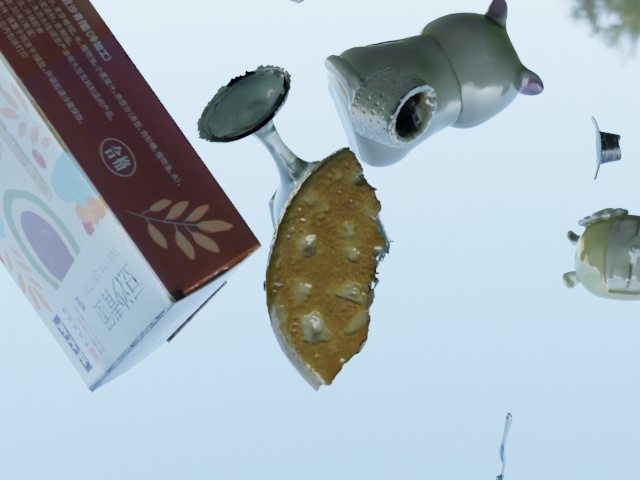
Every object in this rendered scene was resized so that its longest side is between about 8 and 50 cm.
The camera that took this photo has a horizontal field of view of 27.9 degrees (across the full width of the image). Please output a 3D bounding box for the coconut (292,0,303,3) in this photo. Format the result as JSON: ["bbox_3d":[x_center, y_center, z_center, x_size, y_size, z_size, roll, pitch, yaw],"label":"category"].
[{"bbox_3d":[-0.035,-0.379,1.577,0.147,0.153,0.147,-32,-176,3],"label":"coconut"}]

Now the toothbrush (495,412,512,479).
[{"bbox_3d":[0.311,0.352,2.170,0.017,0.162,0.014,-16,-142,-28],"label":"toothbrush"}]

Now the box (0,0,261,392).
[{"bbox_3d":[-0.271,-0.063,1.392,0.122,0.344,0.385,-33,-95,-31],"label":"box"}]

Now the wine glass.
[{"bbox_3d":[-0.024,-0.078,1.704,0.143,0.321,0.143,-25,-144,20],"label":"wine glass"}]

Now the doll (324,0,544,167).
[{"bbox_3d":[0.175,-0.269,2.253,0.370,0.215,0.226,-20,171,-22],"label":"doll"}]

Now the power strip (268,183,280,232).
[{"bbox_3d":[0.000,0.000,2.565,0.193,0.265,0.059,19,-119,16],"label":"power strip"}]

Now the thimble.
[{"bbox_3d":[0.111,-0.199,1.942,0.090,0.115,0.102,24,167,40],"label":"thimble"}]

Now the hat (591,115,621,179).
[{"bbox_3d":[0.499,-0.163,2.244,0.050,0.121,0.121,-3,-157,12],"label":"hat"}]

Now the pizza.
[{"bbox_3d":[0.004,0.028,1.309,0.127,0.246,0.058,-4,175,-5],"label":"pizza"}]

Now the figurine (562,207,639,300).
[{"bbox_3d":[0.491,0.035,1.605,0.394,0.227,0.274,0,164,37],"label":"figurine"}]
